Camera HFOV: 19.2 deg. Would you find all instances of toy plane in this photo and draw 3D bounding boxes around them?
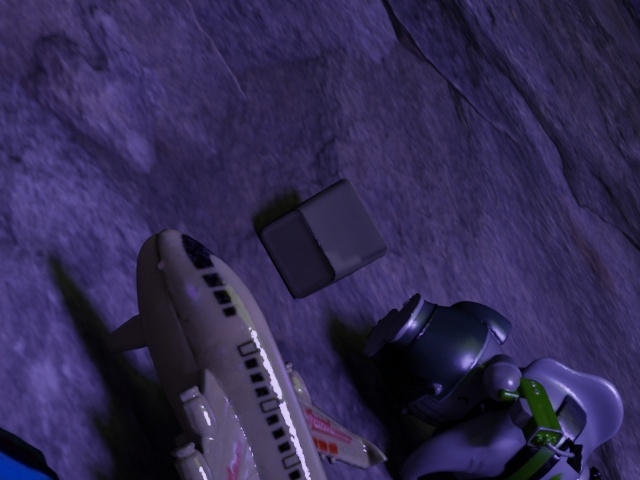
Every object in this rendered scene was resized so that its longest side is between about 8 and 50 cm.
[{"bbox_3d":[-0.037,0.110,0.978,0.244,0.092,0.229,59,24,-2],"label":"toy plane"}]

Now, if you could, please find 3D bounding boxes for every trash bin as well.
[{"bbox_3d":[0.000,0.000,1.267,0.061,0.043,0.092,61,25,1],"label":"trash bin"}]

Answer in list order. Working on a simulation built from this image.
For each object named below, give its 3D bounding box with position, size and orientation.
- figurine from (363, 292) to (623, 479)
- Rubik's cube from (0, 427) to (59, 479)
[{"bbox_3d":[0.114,0.119,1.254,0.192,0.147,0.126,41,41,-14],"label":"figurine"},{"bbox_3d":[-0.196,0.151,0.362,0.250,0.248,0.246,38,30,-46],"label":"Rubik's cube"}]
